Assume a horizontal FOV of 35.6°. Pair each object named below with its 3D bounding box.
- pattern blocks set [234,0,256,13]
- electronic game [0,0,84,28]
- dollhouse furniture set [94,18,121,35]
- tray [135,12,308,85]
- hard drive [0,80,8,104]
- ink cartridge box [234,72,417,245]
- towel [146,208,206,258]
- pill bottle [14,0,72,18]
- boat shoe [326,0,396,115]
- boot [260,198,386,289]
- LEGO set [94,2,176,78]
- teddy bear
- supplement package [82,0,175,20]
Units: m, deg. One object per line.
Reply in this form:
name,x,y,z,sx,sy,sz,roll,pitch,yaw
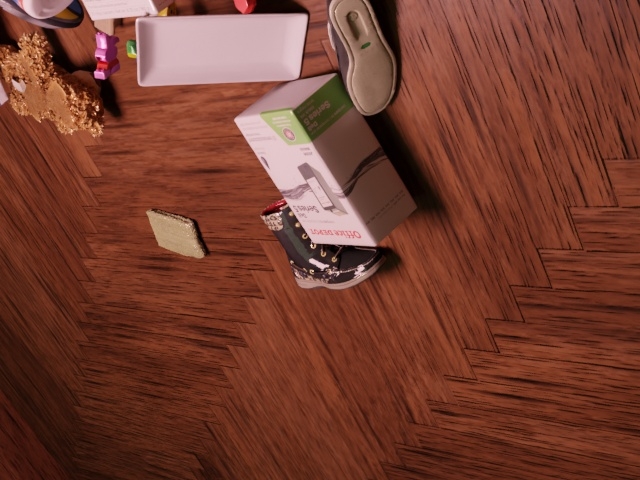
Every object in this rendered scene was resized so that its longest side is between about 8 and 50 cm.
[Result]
pattern blocks set,-0.137,-0.511,1.400,0.325,0.026,0.285,65,153,3
electronic game,-0.492,-0.423,1.634,0.229,0.229,0.048,40,111,4
dollhouse furniture set,-0.515,-0.532,1.729,0.303,0.174,0.356,33,144,15
tray,-0.160,-0.314,1.604,0.145,0.270,0.030,101,161,-51
hard drive,-0.779,-0.436,2.056,0.210,0.040,0.319,26,149,27
ink cartridge box,0.008,-0.128,1.670,0.198,0.115,0.273,3,131,58
towel,-0.323,-0.017,2.224,0.148,0.027,0.110,15,136,36
pill bottle,-0.472,-0.450,1.513,0.221,0.124,0.124,41,146,10
boat shoe,0.060,-0.294,1.519,0.079,0.084,0.233,-116,4,-46
boot,-0.002,0.001,1.873,0.236,0.085,0.179,-8,119,49
LEGO set,-0.285,-0.353,1.675,0.087,0.227,0.093,12,125,20
teddy bear,-0.560,-0.323,2.081,0.338,0.113,0.245,4,124,52
supplement package,-0.314,-0.515,1.543,0.177,0.175,0.293,7,132,42
